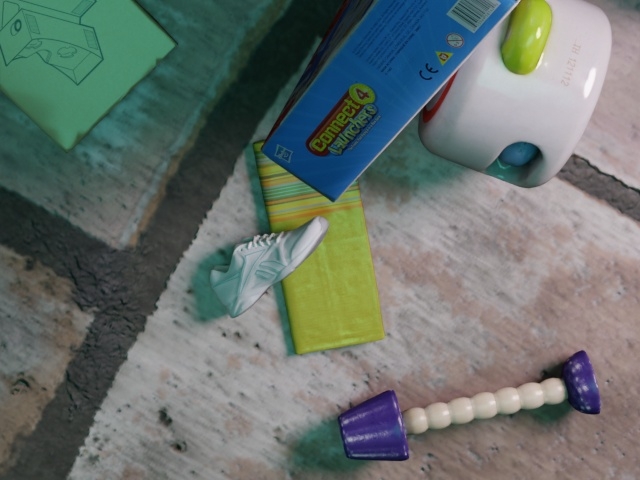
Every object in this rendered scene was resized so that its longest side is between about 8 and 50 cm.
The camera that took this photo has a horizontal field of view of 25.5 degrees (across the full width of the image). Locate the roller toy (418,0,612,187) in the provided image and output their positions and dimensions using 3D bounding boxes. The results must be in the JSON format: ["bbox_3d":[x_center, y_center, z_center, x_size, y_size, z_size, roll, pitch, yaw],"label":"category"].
[{"bbox_3d":[0.193,-0.155,1.379,0.146,0.209,0.191,20,114,-8],"label":"roller toy"}]

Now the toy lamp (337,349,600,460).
[{"bbox_3d":[0.156,0.179,1.508,0.275,0.080,0.080,-14,103,0],"label":"toy lamp"}]

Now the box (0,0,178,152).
[{"bbox_3d":[-0.272,-0.213,1.430,0.164,0.021,0.201,-44,101,7],"label":"box"}]

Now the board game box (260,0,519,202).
[{"bbox_3d":[0.097,-0.230,1.237,0.086,0.302,0.308,33,140,-9],"label":"board game box"}]

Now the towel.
[{"bbox_3d":[0.000,0.000,1.492,0.102,0.021,0.237,-10,104,5],"label":"towel"}]

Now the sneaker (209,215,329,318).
[{"bbox_3d":[-0.056,0.017,1.463,0.152,0.054,0.061,-39,91,22],"label":"sneaker"}]
